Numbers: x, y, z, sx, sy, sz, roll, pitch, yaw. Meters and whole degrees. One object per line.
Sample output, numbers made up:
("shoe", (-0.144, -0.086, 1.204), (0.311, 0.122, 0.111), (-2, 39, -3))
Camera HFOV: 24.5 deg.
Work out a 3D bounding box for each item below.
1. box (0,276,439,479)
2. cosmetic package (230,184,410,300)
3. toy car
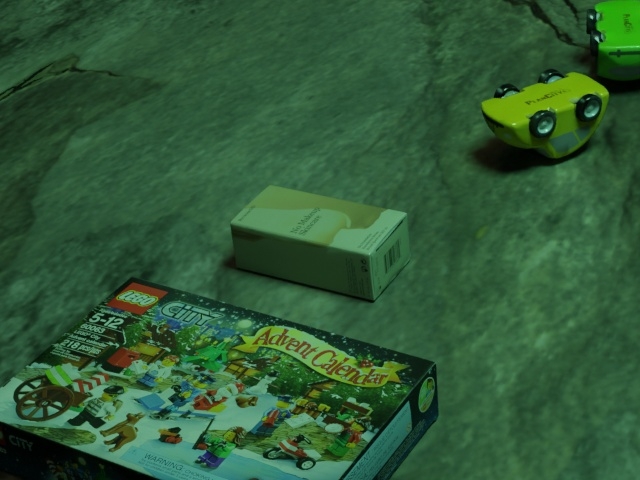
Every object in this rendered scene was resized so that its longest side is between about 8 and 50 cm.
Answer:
("box", (-0.067, 0.104, 0.889), (0.233, 0.044, 0.159), (14, 38, 28))
("cosmetic package", (0.000, 0.000, 1.043), (0.115, 0.041, 0.060), (12, 37, 26))
("toy car", (0.252, -0.129, 1.190), (0.239, 0.053, 0.225), (0, 33, 8))
